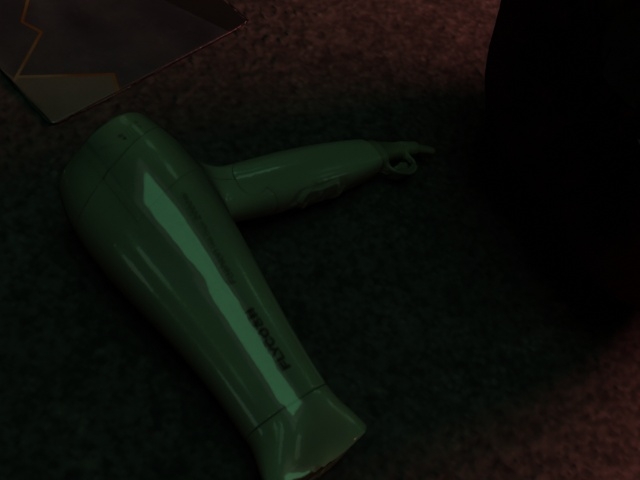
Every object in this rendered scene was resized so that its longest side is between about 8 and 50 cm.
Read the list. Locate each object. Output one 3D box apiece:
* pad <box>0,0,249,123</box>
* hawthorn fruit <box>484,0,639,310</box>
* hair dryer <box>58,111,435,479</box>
[{"bbox_3d":[-0.186,-0.188,0.642,0.243,0.004,0.163,44,57,15],"label":"pad"},{"bbox_3d":[0.235,-0.104,0.546,0.295,0.295,0.311,42,22,14],"label":"hawthorn fruit"},{"bbox_3d":[0.000,0.000,0.544,0.237,0.075,0.206,-29,75,-39],"label":"hair dryer"}]
